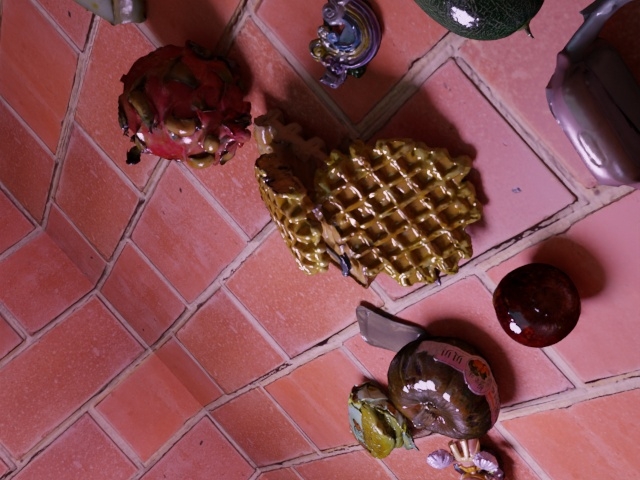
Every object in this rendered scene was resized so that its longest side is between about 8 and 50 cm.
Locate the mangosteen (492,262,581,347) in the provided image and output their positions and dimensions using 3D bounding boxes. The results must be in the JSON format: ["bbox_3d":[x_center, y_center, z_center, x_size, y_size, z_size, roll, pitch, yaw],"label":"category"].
[{"bbox_3d":[0.370,0.125,1.425,0.156,0.146,0.181,43,150,2],"label":"mangosteen"}]

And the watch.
[{"bbox_3d":[0.425,-0.211,0.994,0.241,0.162,0.253,-24,109,45],"label":"watch"}]

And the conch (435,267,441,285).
[{"bbox_3d":[0.176,-0.009,1.598,0.233,0.080,0.086,57,145,35],"label":"conch"}]

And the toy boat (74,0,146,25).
[{"bbox_3d":[-0.511,-0.572,1.803,0.276,0.084,0.111,37,150,15],"label":"toy boat"}]

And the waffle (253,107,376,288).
[{"bbox_3d":[-0.007,-0.088,1.687,0.348,0.077,0.304,38,151,34],"label":"waffle"}]

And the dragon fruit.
[{"bbox_3d":[-0.281,-0.268,1.687,0.291,0.269,0.250,43,153,32],"label":"dragon fruit"}]

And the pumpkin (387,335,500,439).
[{"bbox_3d":[0.259,0.332,1.751,0.260,0.189,0.260,26,142,22],"label":"pumpkin"}]

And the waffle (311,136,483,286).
[{"bbox_3d":[0.139,-0.047,1.463,0.307,0.060,0.312,1,120,8],"label":"waffle"}]

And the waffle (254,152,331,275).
[{"bbox_3d":[-0.062,-0.058,1.562,0.283,0.065,0.309,63,169,17],"label":"waffle"}]

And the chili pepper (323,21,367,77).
[{"bbox_3d":[0.035,-0.336,1.432,0.055,0.035,0.118,-30,94,36],"label":"chili pepper"}]

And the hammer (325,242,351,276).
[{"bbox_3d":[0.000,0.000,1.682,0.182,0.017,0.062,44,157,19],"label":"hammer"}]

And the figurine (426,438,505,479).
[{"bbox_3d":[0.362,0.527,1.932,0.174,0.116,0.240,-11,113,35],"label":"figurine"}]

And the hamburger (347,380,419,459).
[{"bbox_3d":[0.163,0.493,2.132,0.235,0.125,0.214,47,163,29],"label":"hamburger"}]

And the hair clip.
[{"bbox_3d":[0.045,-0.343,1.370,0.116,0.049,0.172,24,121,3],"label":"hair clip"}]

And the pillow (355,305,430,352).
[{"bbox_3d":[0.174,0.228,1.905,0.217,0.033,0.130,18,135,38],"label":"pillow"}]

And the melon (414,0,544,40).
[{"bbox_3d":[0.189,-0.375,1.045,0.288,0.182,0.182,52,150,-4],"label":"melon"}]
